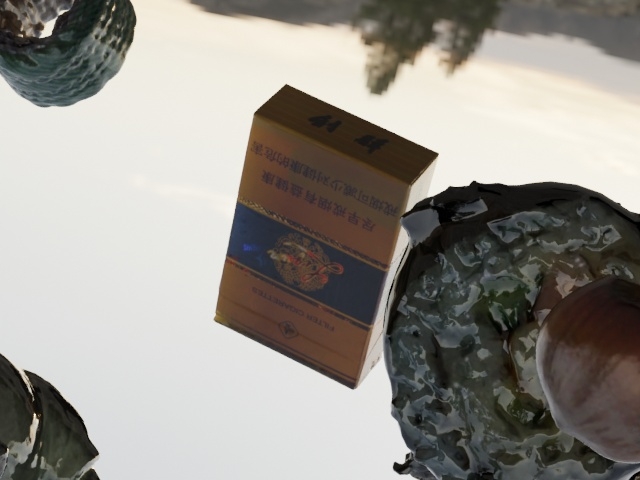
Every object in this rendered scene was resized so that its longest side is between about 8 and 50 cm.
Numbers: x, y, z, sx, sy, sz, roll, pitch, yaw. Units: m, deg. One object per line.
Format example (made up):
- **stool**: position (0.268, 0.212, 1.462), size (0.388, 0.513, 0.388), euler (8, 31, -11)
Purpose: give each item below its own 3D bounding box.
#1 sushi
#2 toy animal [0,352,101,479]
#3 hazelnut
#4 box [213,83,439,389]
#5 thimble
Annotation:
- **sushi**: position (0.161, 0.071, 1.121), size (0.238, 0.225, 0.218), euler (-7, 178, 26)
- **toy animal**: position (-0.233, 0.081, 0.873), size (0.343, 0.106, 0.168), euler (45, -179, -42)
- **hazelnut**: position (0.141, 0.060, 0.774), size (0.086, 0.086, 0.086), euler (11, -166, -3)
- **box**: position (0.000, 0.000, 1.441), size (0.152, 0.237, 0.070), euler (25, -138, 15)
- **thimble**: position (-0.235, -0.192, 1.474), size (0.118, 0.135, 0.090), euler (35, 169, 25)
